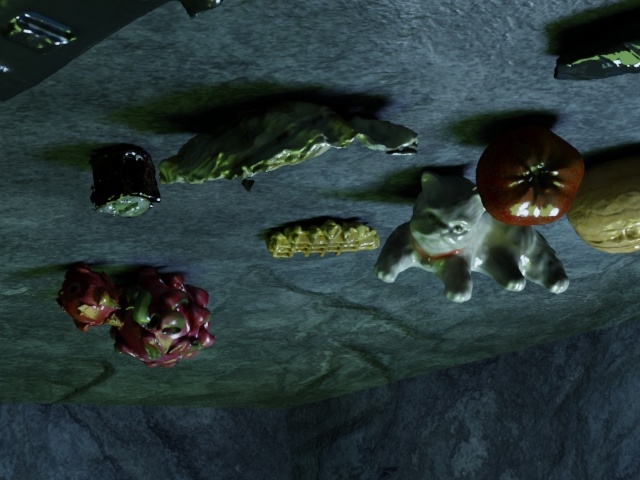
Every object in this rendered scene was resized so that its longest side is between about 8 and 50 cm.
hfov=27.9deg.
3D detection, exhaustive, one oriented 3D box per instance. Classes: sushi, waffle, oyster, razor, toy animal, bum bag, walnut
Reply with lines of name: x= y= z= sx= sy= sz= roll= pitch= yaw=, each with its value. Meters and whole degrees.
sushi: x=-0.277 y=-0.082 z=1.835 sx=0.094 sy=0.084 sz=0.098 roll=-18 pitch=166 yaw=25
waffle: x=0.000 y=0.000 z=2.328 sx=0.192 sy=0.046 sz=0.160 roll=-13 pitch=163 yaw=26
oyster: x=-0.046 y=-0.136 z=1.740 sx=0.354 sy=0.107 sz=0.201 roll=-14 pitch=-172 yaw=-20
razor: x=-0.250 y=-0.238 z=1.218 sx=0.326 sy=0.107 sz=0.189 roll=-19 pitch=160 yaw=29
toy animal: x=0.278 y=-0.018 z=2.142 sx=0.307 sy=0.188 sz=0.266 roll=18 pitch=-156 yaw=10
bum bag: x=0.418 y=-0.242 z=1.566 sx=0.310 sy=0.074 sz=0.137 roll=-17 pitch=172 yaw=35
walnut: x=0.504 y=-0.059 z=2.117 sx=0.197 sy=0.165 sz=0.165 roll=-6 pitch=167 yaw=28

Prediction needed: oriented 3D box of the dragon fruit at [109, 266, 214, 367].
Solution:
dragon fruit: x=-0.303 y=0.142 z=2.487 sx=0.198 sy=0.218 sz=0.273 roll=-50 pitch=-177 yaw=-31

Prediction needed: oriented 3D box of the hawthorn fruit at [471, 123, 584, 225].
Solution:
hawthorn fruit: x=0.303 y=-0.098 z=1.941 sx=0.162 sy=0.163 sz=0.203 roll=-5 pitch=-173 yaw=-5

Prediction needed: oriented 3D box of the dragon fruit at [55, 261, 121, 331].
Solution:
dragon fruit: x=-0.432 y=0.104 z=2.372 sx=0.112 sy=0.126 sz=0.068 roll=-16 pitch=169 yaw=4
